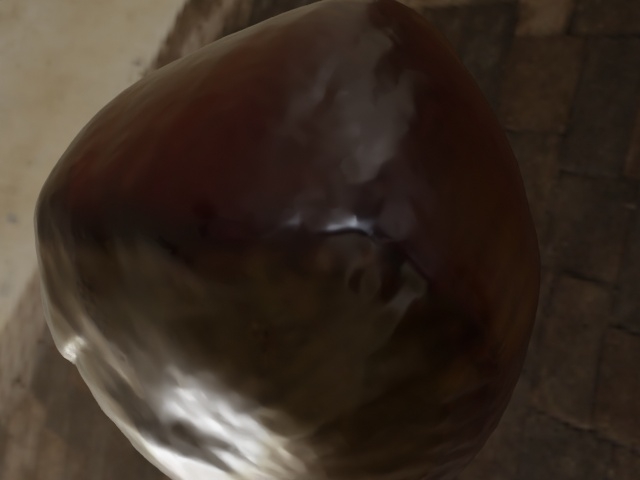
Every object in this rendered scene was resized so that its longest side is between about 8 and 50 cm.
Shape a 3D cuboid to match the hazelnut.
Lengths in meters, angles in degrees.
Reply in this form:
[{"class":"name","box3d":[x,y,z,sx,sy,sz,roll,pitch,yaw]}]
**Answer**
[{"class":"hazelnut","box3d":[0.000,0.000,0.589,0.208,0.208,0.208,-32,53,56]}]
